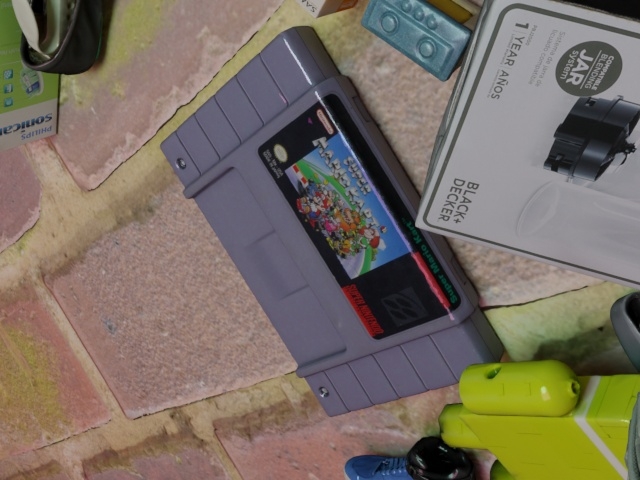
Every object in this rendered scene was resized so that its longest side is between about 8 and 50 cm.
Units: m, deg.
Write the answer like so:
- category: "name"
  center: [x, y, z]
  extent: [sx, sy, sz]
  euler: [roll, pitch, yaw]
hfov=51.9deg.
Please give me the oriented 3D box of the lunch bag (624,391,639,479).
- category: "lunch bag"
  center: [0.312, 0.181, 0.304]
  extent: [0.256, 0.212, 0.305]
  euler: [-15, 115, 40]

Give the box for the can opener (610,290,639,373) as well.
- category: "can opener"
  center: [0.338, 0.134, 0.474]
  extent: [0.283, 0.076, 0.095]
  euler: [46, 164, 8]

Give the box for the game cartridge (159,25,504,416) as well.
- category: "game cartridge"
  center: [0.000, 0.000, 0.651]
  extent: [0.230, 0.068, 0.355]
  euler: [-29, 94, 46]

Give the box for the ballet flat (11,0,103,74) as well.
- category: "ballet flat"
  center: [-0.261, -0.289, 0.668]
  extent: [0.095, 0.096, 0.280]
  euler: [34, 129, 19]

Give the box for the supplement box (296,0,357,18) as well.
- category: "supplement box"
  center: [0.023, -0.227, 0.511]
  extent: [0.036, 0.062, 0.098]
  euler: [45, 132, 8]

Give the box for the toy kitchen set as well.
- category: "toy kitchen set"
  center: [0.130, -0.183, 0.413]
  extent: [0.166, 0.122, 0.207]
  euler: [40, 130, 14]

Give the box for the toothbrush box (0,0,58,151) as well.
- category: "toothbrush box"
  center: [-0.421, -0.275, 0.778]
  extent: [0.206, 0.122, 0.283]
  euler: [34, 128, 18]

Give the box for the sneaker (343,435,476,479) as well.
- category: "sneaker"
  center: [0.093, 0.240, 0.702]
  extent: [0.152, 0.058, 0.084]
  euler: [9, 124, 29]

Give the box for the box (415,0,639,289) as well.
- category: "box"
  center: [0.214, -0.048, 0.351]
  extent: [0.290, 0.087, 0.169]
  euler: [16, 142, 5]

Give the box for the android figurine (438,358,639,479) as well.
- category: "android figurine"
  center: [0.225, 0.182, 0.526]
  extent: [0.248, 0.056, 0.273]
  euler: [49, 149, -17]
